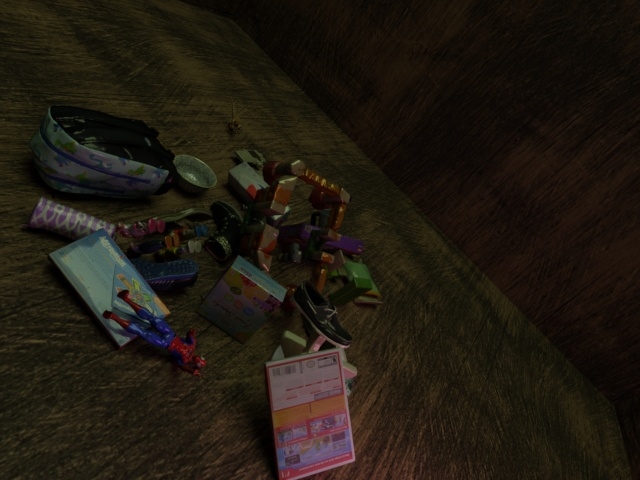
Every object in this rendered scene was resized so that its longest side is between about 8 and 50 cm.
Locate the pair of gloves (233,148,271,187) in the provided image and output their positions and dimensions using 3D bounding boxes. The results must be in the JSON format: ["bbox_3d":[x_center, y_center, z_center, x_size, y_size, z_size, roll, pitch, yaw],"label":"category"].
[{"bbox_3d":[-0.284,-0.335,2.073,0.240,0.042,0.204,46,25,3],"label":"pair of gloves"}]

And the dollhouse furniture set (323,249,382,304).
[{"bbox_3d":[0.166,0.147,1.820,0.301,0.151,0.198,12,51,-44],"label":"dollhouse furniture set"}]

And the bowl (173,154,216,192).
[{"bbox_3d":[-0.476,-0.228,1.634,0.170,0.080,0.170,31,29,-20],"label":"bowl"}]

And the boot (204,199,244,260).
[{"bbox_3d":[-0.340,-0.037,1.539,0.236,0.085,0.178,48,31,10],"label":"boot"}]

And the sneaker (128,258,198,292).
[{"bbox_3d":[-0.453,0.104,1.213,0.232,0.091,0.081,1,47,-23],"label":"sneaker"}]

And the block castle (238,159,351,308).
[{"bbox_3d":[-0.109,-0.017,1.483,0.303,0.212,0.454,25,74,-35],"label":"block castle"}]

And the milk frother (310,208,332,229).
[{"bbox_3d":[0.004,-0.054,1.944,0.129,0.135,0.143,11,25,6],"label":"milk frother"}]

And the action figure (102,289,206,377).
[{"bbox_3d":[-0.355,0.230,1.045,0.280,0.139,0.092,49,56,-33],"label":"action figure"}]

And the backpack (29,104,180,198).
[{"bbox_3d":[-0.648,-0.259,1.315,0.290,0.273,0.355,53,8,14],"label":"backpack"}]

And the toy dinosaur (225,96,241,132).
[{"bbox_3d":[-0.417,-0.588,2.178,0.064,0.112,0.212,14,38,-41],"label":"toy dinosaur"}]

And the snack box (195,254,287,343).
[{"bbox_3d":[-0.225,0.172,1.260,0.174,0.207,0.070,36,28,-9],"label":"snack box"}]

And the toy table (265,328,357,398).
[{"bbox_3d":[-0.039,0.368,1.276,0.252,0.161,0.274,26,31,-28],"label":"toy table"}]

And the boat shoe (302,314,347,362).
[{"bbox_3d":[0.036,0.330,1.468,0.103,0.113,0.302,20,32,-35],"label":"boat shoe"}]

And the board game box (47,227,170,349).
[{"bbox_3d":[-0.514,0.112,1.090,0.281,0.027,0.145,51,50,3],"label":"board game box"}]

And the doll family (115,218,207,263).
[{"bbox_3d":[-0.449,0.016,1.243,0.263,0.163,0.119,10,73,-60],"label":"doll family"}]

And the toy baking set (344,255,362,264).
[{"bbox_3d":[0.102,0.088,1.992,0.196,0.030,0.256,34,29,-9],"label":"toy baking set"}]

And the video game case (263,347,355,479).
[{"bbox_3d":[-0.026,0.428,1.108,0.203,0.025,0.286,-6,85,-23],"label":"video game case"}]

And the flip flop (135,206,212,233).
[{"bbox_3d":[-0.454,-0.050,1.406,0.277,0.112,0.080,-21,93,-62],"label":"flip flop"}]

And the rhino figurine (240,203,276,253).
[{"bbox_3d":[-0.231,-0.030,1.679,0.106,0.073,0.243,9,44,-42],"label":"rhino figurine"}]

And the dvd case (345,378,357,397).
[{"bbox_3d":[0.063,0.445,1.453,0.119,0.013,0.087,44,28,7],"label":"dvd case"}]

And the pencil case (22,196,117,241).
[{"bbox_3d":[-0.643,-0.036,1.158,0.206,0.088,0.086,26,-12,-27],"label":"pencil case"}]

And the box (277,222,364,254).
[{"bbox_3d":[0.000,0.000,1.789,0.293,0.200,0.057,17,80,-30],"label":"box"}]

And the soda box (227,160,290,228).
[{"bbox_3d":[-0.251,-0.180,1.799,0.091,0.098,0.286,-38,78,-27],"label":"soda box"}]

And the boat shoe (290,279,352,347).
[{"bbox_3d":[0.010,0.217,1.306,0.233,0.079,0.084,46,24,19],"label":"boat shoe"}]
